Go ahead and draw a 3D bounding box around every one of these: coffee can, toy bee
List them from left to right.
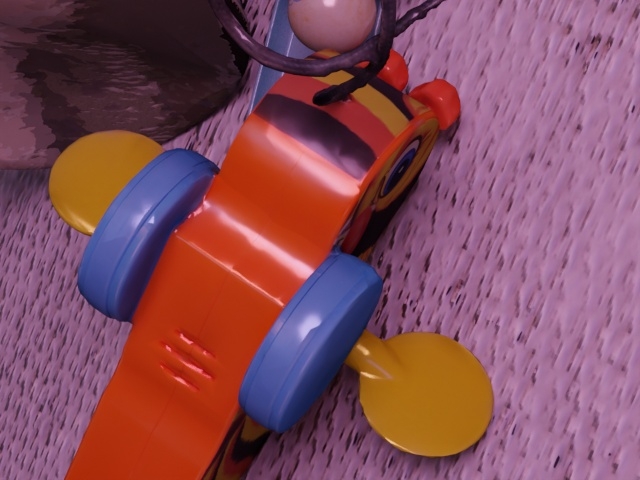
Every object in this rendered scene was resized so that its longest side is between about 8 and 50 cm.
[{"bbox_3d":[-0.150,-0.201,0.634,0.201,0.201,0.275,-24,63,32],"label":"coffee can"},{"bbox_3d":[0.000,0.000,0.504,0.195,0.162,0.298,50,130,-1],"label":"toy bee"}]

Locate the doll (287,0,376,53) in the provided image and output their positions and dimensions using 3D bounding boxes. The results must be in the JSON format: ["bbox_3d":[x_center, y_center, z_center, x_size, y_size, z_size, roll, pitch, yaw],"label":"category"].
[{"bbox_3d":[0.015,-0.167,0.568,0.129,0.046,0.189,-8,68,38],"label":"doll"}]

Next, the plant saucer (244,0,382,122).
[{"bbox_3d":[0.007,-0.108,0.600,0.067,0.018,0.192,8,82,40],"label":"plant saucer"}]
